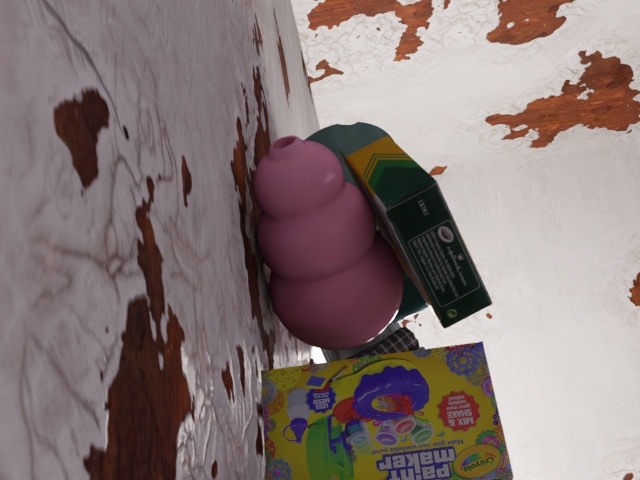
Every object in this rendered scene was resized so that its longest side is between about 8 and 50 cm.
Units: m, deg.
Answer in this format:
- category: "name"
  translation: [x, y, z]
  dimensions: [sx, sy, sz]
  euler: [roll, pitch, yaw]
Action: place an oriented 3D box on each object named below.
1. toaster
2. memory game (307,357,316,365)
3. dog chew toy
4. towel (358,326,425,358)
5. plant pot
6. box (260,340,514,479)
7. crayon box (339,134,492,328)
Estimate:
- category: "toaster"
  translation: [0.079, 0.226, 1.636]
  dimensions: [0.146, 0.227, 0.129]
  euler: [61, -6, 31]
- category: "memory game"
  translation: [-0.006, 0.335, 1.481]
  dimensions: [0.186, 0.012, 0.186]
  euler: [-8, 90, -86]
- category: "dog chew toy"
  translation: [0.000, 0.000, 1.056]
  dimensions: [0.206, 0.207, 0.331]
  euler: [-91, 164, -59]
- category: "towel"
  translation: [0.121, 0.315, 1.532]
  dimensions: [0.121, 0.235, 0.283]
  euler: [50, -11, 24]
- category: "plant pot"
  translation: [0.081, -0.047, 1.493]
  dimensions: [0.341, 0.341, 0.334]
  euler: [76, -1, -53]
- category: "box"
  translation: [0.090, 0.286, 0.983]
  dimensions: [0.279, 0.290, 0.176]
  euler: [76, 7, -60]
- category: "crayon box"
  translation: [0.134, -0.033, 1.086]
  dimensions: [0.203, 0.083, 0.323]
  euler: [61, 2, -23]
